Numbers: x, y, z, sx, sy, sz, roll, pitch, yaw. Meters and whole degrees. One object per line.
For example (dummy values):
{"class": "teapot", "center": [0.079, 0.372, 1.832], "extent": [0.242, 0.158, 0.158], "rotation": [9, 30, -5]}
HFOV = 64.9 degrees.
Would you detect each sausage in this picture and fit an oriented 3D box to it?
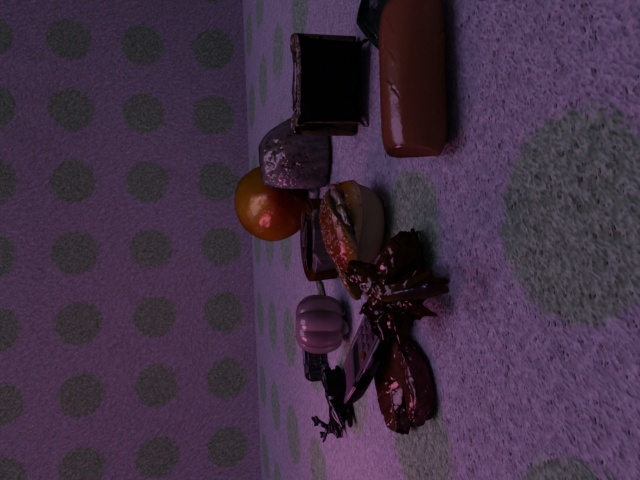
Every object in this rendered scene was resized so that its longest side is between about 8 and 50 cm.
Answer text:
{"class": "sausage", "center": [0.166, -0.301, 0.905], "extent": [0.121, 0.121, 0.304], "rotation": [171, 98, -74]}

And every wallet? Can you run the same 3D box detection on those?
{"class": "wallet", "center": [0.135, -0.526, 1.115], "extent": [0.236, 0.055, 0.160], "rotation": [-110, 30, -49]}

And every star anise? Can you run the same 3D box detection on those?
{"class": "star anise", "center": [0.148, 0.080, 0.942], "extent": [0.237, 0.148, 0.346], "rotation": [-65, 10, -3]}

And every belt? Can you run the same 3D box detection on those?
{"class": "belt", "center": [0.000, 0.000, 1.567], "extent": [0.184, 0.105, 0.261], "rotation": [-131, 42, -63]}

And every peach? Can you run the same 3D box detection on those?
{"class": "peach", "center": [-0.168, -0.130, 1.858], "extent": [0.308, 0.289, 0.288], "rotation": [18, 112, 46]}

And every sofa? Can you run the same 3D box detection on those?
{"class": "sofa", "center": [0.008, -0.404, 1.313], "extent": [0.182, 0.200, 0.258], "rotation": [-149, 57, -69]}

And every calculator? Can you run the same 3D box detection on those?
{"class": "calculator", "center": [0.119, 0.222, 1.160], "extent": [0.194, 0.043, 0.294], "rotation": [-83, 13, -69]}

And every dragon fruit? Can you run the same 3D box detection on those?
{"class": "dragon fruit", "center": [-0.098, -0.306, 1.677], "extent": [0.283, 0.221, 0.203], "rotation": [-115, 21, -59]}

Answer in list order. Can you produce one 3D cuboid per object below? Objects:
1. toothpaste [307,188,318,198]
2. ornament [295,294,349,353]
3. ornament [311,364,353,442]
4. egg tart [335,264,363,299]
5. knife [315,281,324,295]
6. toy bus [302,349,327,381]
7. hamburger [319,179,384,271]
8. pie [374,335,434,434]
{"class": "toothpaste", "center": [-0.032, -0.095, 1.804], "extent": [0.056, 0.036, 0.205], "rotation": [-110, 19, -48]}
{"class": "ornament", "center": [0.006, 0.250, 1.512], "extent": [0.177, 0.178, 0.177], "rotation": [178, 90, -74]}
{"class": "ornament", "center": [0.027, 0.524, 1.585], "extent": [0.236, 0.080, 0.202], "rotation": [108, 151, -51]}
{"class": "egg tart", "center": [0.082, 0.094, 1.326], "extent": [0.130, 0.052, 0.130], "rotation": [58, -170, -17]}
{"class": "knife", "center": [-0.004, 0.158, 1.759], "extent": [0.043, 0.020, 0.293], "rotation": [107, 155, -46]}
{"class": "toy bus", "center": [-0.024, 0.388, 1.750], "extent": [0.089, 0.087, 0.193], "rotation": [132, 133, -78]}
{"class": "hamburger", "center": [0.070, -0.034, 1.234], "extent": [0.237, 0.148, 0.236], "rotation": [177, 90, -78]}
{"class": "pie", "center": [0.172, 0.312, 1.083], "extent": [0.218, 0.054, 0.204], "rotation": [104, 158, -44]}
